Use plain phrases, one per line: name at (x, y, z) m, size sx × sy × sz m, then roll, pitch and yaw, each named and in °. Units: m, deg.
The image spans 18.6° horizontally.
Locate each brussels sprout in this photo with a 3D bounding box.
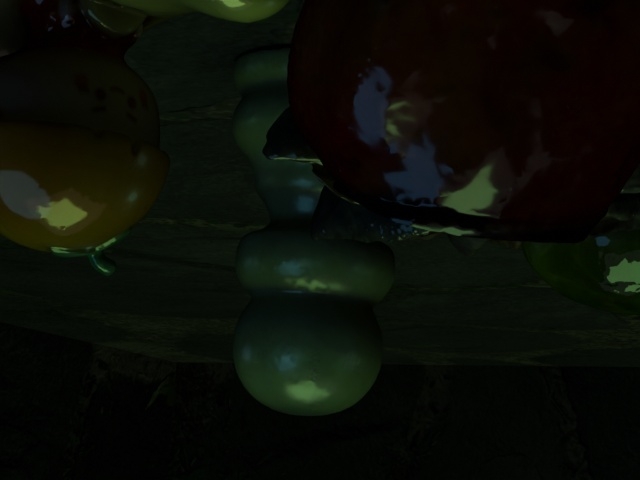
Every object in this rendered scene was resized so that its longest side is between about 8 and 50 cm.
brussels sprout at (0.256, -0.006, 1.585) m, size 0.181 × 0.143 × 0.161 m, roll -16°, pitch 162°, yaw -33°

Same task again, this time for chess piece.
chess piece at (0.000, 0.000, 1.396) m, size 0.144 × 0.251 × 0.144 m, roll 4°, pitch 170°, yaw 1°

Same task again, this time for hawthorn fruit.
hawthorn fruit at (0.088, -0.111, 0.918) m, size 0.190 × 0.189 × 0.251 m, roll 8°, pitch 130°, yaw -18°

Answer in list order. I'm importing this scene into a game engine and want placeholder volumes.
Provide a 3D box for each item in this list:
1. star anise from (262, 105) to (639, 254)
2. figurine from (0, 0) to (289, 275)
star anise at (0.123, -0.076, 1.244) m, size 0.332 × 0.117 × 0.331 m, roll -2°, pitch 155°, yaw -1°
figurine at (-0.131, -0.098, 0.982) m, size 0.124 × 0.222 × 0.324 m, roll 15°, pitch 166°, yaw -38°
